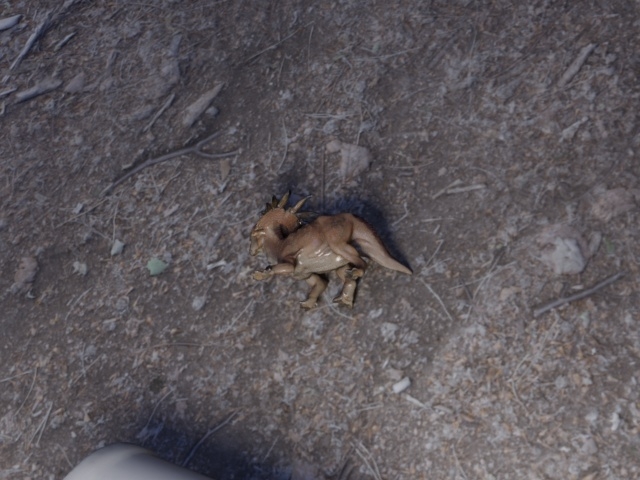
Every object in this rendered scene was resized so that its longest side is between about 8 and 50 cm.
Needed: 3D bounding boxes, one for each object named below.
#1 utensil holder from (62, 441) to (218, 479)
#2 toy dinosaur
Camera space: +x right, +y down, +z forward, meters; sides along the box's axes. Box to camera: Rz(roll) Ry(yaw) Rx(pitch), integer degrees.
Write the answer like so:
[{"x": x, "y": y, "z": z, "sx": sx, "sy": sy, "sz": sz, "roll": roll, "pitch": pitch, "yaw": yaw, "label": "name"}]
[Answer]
[{"x": -0.167, "y": 0.493, "z": 1.683, "sx": 0.385, "sy": 0.327, "sz": 0.328, "roll": 16, "pitch": 69, "yaw": 27, "label": "utensil holder"}, {"x": 0.000, "y": 0.000, "z": 2.023, "sx": 0.295, "sy": 0.127, "sz": 0.200, "roll": -4, "pitch": 53, "yaw": 14, "label": "toy dinosaur"}]
